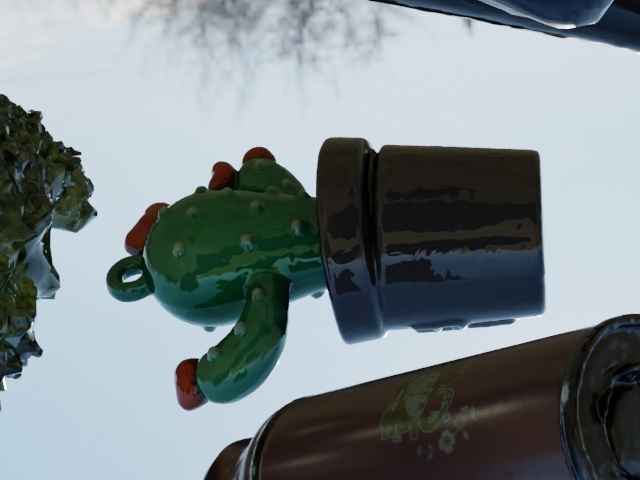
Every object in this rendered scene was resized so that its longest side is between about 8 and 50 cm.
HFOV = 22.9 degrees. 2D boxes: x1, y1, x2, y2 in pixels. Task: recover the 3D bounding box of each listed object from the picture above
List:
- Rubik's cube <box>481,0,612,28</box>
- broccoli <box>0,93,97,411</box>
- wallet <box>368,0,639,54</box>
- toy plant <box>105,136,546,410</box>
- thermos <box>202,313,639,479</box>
[{"bbox_3d":[-0.052,-0.291,0.420,0.363,0.362,0.359,23,-169,-14],"label":"Rubik's cube"},{"bbox_3d":[-0.283,0.058,0.965,0.353,0.275,0.397,-42,170,-19],"label":"broccoli"},{"bbox_3d":[0.159,-0.233,0.960,0.406,0.228,0.062,10,-174,-9],"label":"wallet"},{"bbox_3d":[0.000,0.013,1.410,0.400,0.280,0.185,-3,161,9],"label":"toy plant"},{"bbox_3d":[0.047,0.138,0.840,0.109,0.136,0.330,16,157,-37],"label":"thermos"}]
